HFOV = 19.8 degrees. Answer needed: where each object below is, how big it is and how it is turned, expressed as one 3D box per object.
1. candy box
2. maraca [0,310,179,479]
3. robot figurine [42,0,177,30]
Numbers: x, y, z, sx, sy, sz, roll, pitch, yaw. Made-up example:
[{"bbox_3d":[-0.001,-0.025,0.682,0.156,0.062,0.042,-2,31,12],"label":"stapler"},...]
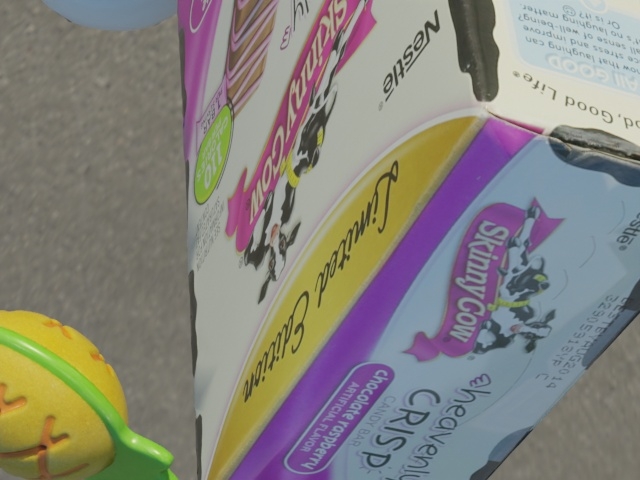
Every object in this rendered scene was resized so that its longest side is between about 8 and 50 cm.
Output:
[{"bbox_3d":[0.021,-0.057,0.501,0.071,0.233,0.159,13,136,-22],"label":"candy box"},{"bbox_3d":[-0.173,0.115,1.203,0.186,0.099,0.127,39,149,-12],"label":"maraca"},{"bbox_3d":[-0.190,-0.336,1.724,0.209,0.174,0.278,4,93,34],"label":"robot figurine"}]
